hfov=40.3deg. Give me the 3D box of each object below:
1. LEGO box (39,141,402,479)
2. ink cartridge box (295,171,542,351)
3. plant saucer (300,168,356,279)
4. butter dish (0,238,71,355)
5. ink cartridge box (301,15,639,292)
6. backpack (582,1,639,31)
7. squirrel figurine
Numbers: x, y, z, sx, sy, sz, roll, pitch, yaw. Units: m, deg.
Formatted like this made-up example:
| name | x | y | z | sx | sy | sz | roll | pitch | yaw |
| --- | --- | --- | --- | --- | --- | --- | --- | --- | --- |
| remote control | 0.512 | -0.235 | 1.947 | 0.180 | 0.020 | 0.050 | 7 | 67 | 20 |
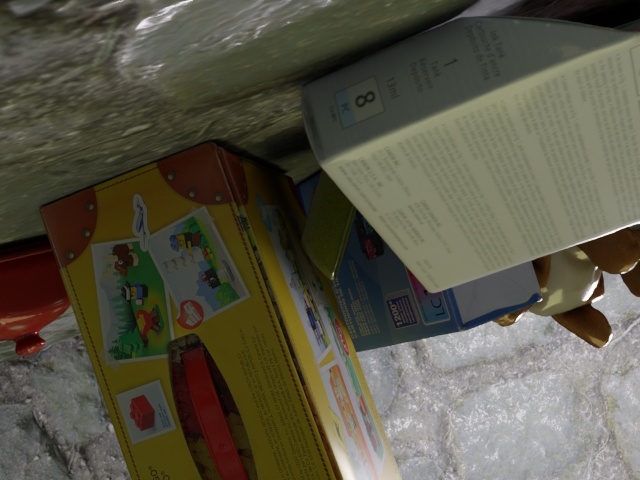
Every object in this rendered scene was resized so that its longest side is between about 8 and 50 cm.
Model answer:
| name | x | y | z | sx | sy | sz | roll | pitch | yaw |
| --- | --- | --- | --- | --- | --- | --- | --- | --- | --- |
| LEGO box | -0.068 | 0.174 | 0.968 | 0.193 | 0.500 | 0.372 | -21 | 176 | 8 |
| ink cartridge box | 0.100 | 0.009 | 1.235 | 0.151 | 0.270 | 0.395 | -14 | 174 | -27 |
| plant saucer | 0.020 | -0.051 | 0.963 | 0.045 | 0.188 | 0.188 | 16 | 178 | 3 |
| butter dish | -0.352 | 0.075 | 1.008 | 0.160 | 0.118 | 0.159 | -17 | 176 | -44 |
| ink cartridge box | 0.217 | -0.100 | 0.769 | 0.384 | 0.091 | 0.308 | -22 | 149 | 15 |
| backpack | 0.316 | -0.163 | 0.866 | 0.165 | 0.145 | 0.188 | -15 | 177 | 41 |
| squirrel figurine | 0.386 | -0.091 | 1.310 | 0.281 | 0.397 | 0.370 | 19 | 120 | -32 |
